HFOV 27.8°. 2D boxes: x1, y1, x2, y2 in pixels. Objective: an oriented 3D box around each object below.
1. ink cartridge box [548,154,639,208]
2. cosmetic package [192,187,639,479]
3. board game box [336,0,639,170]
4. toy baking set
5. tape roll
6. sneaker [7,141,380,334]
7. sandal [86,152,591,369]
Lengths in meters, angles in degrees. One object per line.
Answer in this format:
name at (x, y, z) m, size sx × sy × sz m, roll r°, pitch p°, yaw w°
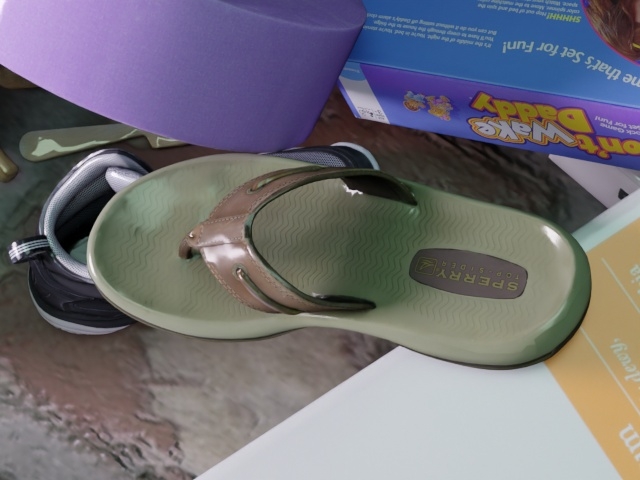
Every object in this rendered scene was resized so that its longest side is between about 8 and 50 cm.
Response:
ink cartridge box at (0.290, -0.060, 0.933) m, size 0.203 × 0.086 × 0.148 m, roll 43°, pitch 81°, yaw 11°
cosmetic package at (0.098, 0.172, 0.797) m, size 0.453 × 0.161 × 0.230 m, roll -34°, pitch 79°, yaw 3°
board game box at (0.205, -0.171, 0.886) m, size 0.347 × 0.078 × 0.233 m, roll 14°, pitch 68°, yaw 29°
toy baking set at (-0.213, -0.143, 0.986) m, size 0.197 × 0.030 × 0.256 m, roll -38°, pitch 78°, yaw -9°
tape roll at (-0.111, -0.164, 0.827) m, size 0.275 × 0.275 × 0.090 m, roll 30°, pitch 113°, yaw 8°
sneaker at (-0.080, -0.013, 0.888) m, size 0.268 × 0.153 × 0.101 m, roll -19°, pitch 77°, yaw -5°
sandal at (0.002, -0.001, 0.738) m, size 0.303 × 0.086 × 0.120 m, roll 5°, pitch 70°, yaw 22°
